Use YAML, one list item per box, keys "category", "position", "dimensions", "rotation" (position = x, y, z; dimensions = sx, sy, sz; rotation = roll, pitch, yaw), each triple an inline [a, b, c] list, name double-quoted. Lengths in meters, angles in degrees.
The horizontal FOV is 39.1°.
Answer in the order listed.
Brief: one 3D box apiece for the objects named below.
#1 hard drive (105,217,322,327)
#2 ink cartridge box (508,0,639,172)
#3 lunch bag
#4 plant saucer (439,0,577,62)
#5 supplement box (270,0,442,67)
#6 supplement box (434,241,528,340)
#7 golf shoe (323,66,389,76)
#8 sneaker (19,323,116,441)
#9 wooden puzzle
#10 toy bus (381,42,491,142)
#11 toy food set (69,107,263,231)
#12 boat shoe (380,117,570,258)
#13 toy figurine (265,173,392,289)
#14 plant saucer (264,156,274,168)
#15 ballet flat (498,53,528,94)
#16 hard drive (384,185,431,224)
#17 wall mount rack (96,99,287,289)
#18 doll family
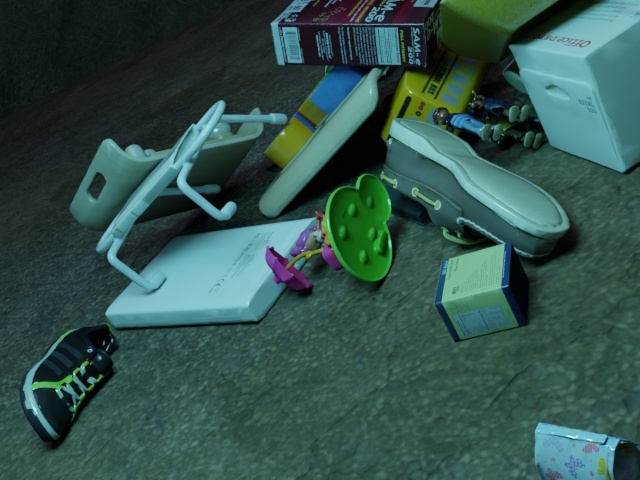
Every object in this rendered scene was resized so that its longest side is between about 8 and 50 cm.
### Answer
- category: "hard drive"
  position: [-0.163, 0.051, 1.366]
  dimensions: [0.308, 0.040, 0.203]
  rotation: [-7, 33, 39]
- category: "ink cartridge box"
  position: [0.399, -0.229, 1.145]
  dimensions: [0.233, 0.168, 0.171]
  rotation: [-33, 25, -8]
- category: "lunch bag"
  position: [0.210, 0.175, 0.692]
  dimensions: [0.071, 0.083, 0.053]
  rotation: [-2, 37, 46]
- category: "plant saucer"
  position: [0.319, -0.352, 1.198]
  dimensions: [0.333, 0.081, 0.333]
  rotation: [-35, -3, 8]
- category: "supplement box"
  position: [0.061, -0.323, 1.373]
  dimensions: [0.240, 0.073, 0.130]
  rotation: [5, 37, 20]
- category: "supplement box"
  position: [0.177, 0.056, 0.981]
  dimensions: [0.083, 0.056, 0.083]
  rotation: [-17, 28, 24]
- category: "golf shoe"
  position: [0.133, -0.378, 1.815]
  dimensions: [0.273, 0.105, 0.120]
  rotation: [-28, 40, 18]
- category: "sneaker"
  position: [-0.344, 0.182, 1.263]
  dimensions: [0.097, 0.084, 0.234]
  rotation: [-23, 26, 11]
- category: "wooden puzzle"
  position: [0.019, -0.237, 1.520]
  dimensions: [0.322, 0.080, 0.347]
  rotation: [-45, 14, 38]
- category: "toy bus"
  position: [0.194, -0.265, 1.452]
  dimensions: [0.332, 0.130, 0.108]
  rotation: [-60, -5, -48]
- category: "toy food set"
  position: [-0.260, -0.130, 1.537]
  dimensions: [0.306, 0.092, 0.220]
  rotation: [-18, -19, -40]
- category: "boat shoe"
  position: [0.181, -0.054, 1.128]
  dimensions: [0.117, 0.096, 0.324]
  rotation: [2, 26, -34]
- category: "toy figurine"
  position: [0.000, 0.000, 1.207]
  dimensions: [0.159, 0.130, 0.173]
  rotation: [-22, 31, 37]
- category: "plant saucer"
  position: [-0.079, -0.169, 1.684]
  dimensions: [0.083, 0.015, 0.083]
  rotation: [-45, 13, 14]
- category: "ballet flat"
  position: [0.334, -0.300, 1.425]
  dimensions: [0.123, 0.123, 0.348]
  rotation: [-24, 26, 12]
- category: "hard drive"
  position: [0.143, -0.069, 1.289]
  dimensions: [0.094, 0.022, 0.135]
  rotation: [-36, 26, -14]
- category: "wall mount rack"
  position: [-0.194, -0.089, 1.397]
  dimensions: [0.350, 0.130, 0.304]
  rotation: [-40, 20, 36]
- category: "doll family"
  position: [0.243, -0.170, 1.261]
  dimensions: [0.111, 0.193, 0.076]
  rotation: [36, 111, 47]
